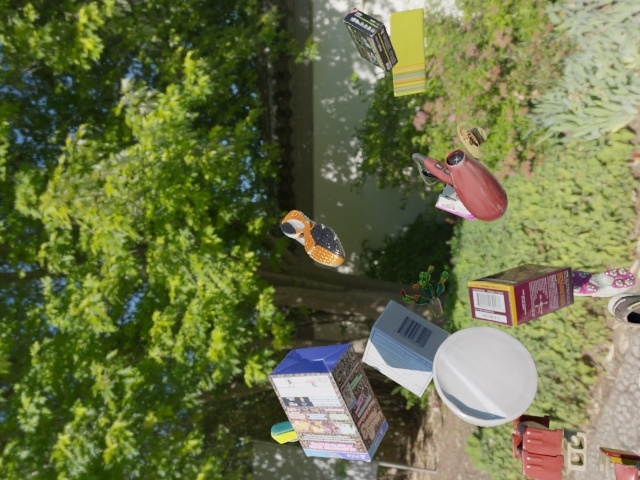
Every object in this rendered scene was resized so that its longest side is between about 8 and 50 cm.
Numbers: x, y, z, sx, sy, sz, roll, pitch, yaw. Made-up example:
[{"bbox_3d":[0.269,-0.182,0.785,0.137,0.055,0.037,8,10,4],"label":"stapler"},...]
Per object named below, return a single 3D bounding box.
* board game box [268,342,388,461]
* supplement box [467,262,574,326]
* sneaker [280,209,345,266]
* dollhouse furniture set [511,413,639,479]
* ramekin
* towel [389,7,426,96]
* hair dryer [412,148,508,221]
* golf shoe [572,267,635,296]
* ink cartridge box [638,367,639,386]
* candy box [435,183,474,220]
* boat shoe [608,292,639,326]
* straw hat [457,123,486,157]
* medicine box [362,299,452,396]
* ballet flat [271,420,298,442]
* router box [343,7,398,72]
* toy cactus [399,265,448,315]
[{"bbox_3d":[0.025,0.468,1.353,0.141,0.232,0.291,-39,-70,-52],"label":"board game box"},{"bbox_3d":[0.402,0.105,0.932,0.104,0.188,0.081,2,102,61],"label":"supplement box"},{"bbox_3d":[0.000,0.000,1.368,0.099,0.262,0.121,-53,-43,4],"label":"sneaker"},{"bbox_3d":[0.802,0.650,1.444,0.201,0.373,0.152,32,-118,-76],"label":"dollhouse furniture set"},{"bbox_3d":[0.452,0.388,1.302,0.127,0.272,0.273,72,-157,-53],"label":"ramekin"},{"bbox_3d":[0.262,-0.558,1.394,0.021,0.102,0.237,-96,-4,-60],"label":"towel"},{"bbox_3d":[0.270,-0.113,0.941,0.080,0.223,0.293,-57,-10,-1],"label":"hair dryer"},{"bbox_3d":[1.144,0.198,1.965,0.140,0.305,0.115,70,-159,-54],"label":"golf shoe"},{"bbox_3d":[1.376,0.453,1.767,0.066,0.261,0.297,-18,-72,-41],"label":"ink cartridge box"},{"bbox_3d":[0.572,-0.201,1.852,0.233,0.159,0.071,-56,-18,-37],"label":"candy box"},{"bbox_3d":[1.087,0.212,1.446,0.097,0.324,0.117,-70,-25,-69],"label":"boat shoe"},{"bbox_3d":[0.548,-0.366,1.642,0.145,0.061,0.144,58,-178,-4],"label":"straw hat"},{"bbox_3d":[0.320,0.410,1.750,0.149,0.263,0.289,-48,-22,-33],"label":"medicine box"},{"bbox_3d":[-0.060,0.662,1.637,0.077,0.230,0.077,-83,-28,-66],"label":"ballet flat"},{"bbox_3d":[0.110,-0.429,1.001,0.038,0.092,0.122,-47,-30,3],"label":"router box"},{"bbox_3d":[0.417,0.210,1.819,0.112,0.218,0.181,-12,105,62],"label":"toy cactus"}]
